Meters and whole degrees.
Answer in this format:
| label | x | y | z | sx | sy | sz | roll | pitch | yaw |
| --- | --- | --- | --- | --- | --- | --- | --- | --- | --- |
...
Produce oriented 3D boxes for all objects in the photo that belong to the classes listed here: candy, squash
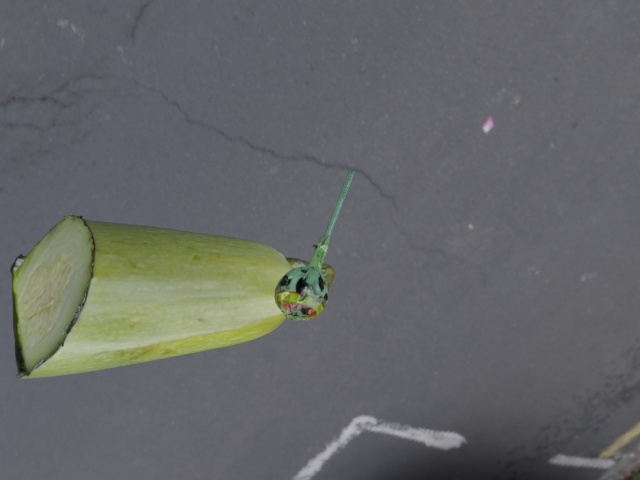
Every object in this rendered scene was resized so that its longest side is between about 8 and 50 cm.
| label | x | y | z | sx | sy | sz | roll | pitch | yaw |
| --- | --- | --- | --- | --- | --- | --- | --- | --- | --- |
| candy | 0.000 | 0.000 | 0.385 | 0.025 | 0.083 | 0.023 | 12 | 159 | 20 |
| squash | -0.105 | 0.039 | 0.658 | 0.288 | 0.137 | 0.137 | -2 | 131 | -21 |
